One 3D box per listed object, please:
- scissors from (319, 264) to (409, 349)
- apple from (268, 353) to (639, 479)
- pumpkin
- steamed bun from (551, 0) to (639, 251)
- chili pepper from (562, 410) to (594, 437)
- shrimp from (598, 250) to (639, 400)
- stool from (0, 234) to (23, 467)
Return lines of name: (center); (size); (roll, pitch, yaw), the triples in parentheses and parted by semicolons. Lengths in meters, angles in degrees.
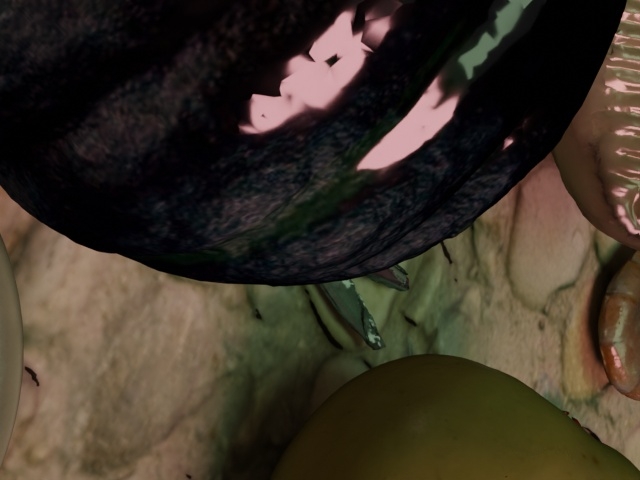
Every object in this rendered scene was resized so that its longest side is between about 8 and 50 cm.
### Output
scissors: (0.000, 0.000, 0.764); (0.187, 0.020, 0.133); (46, 57, -37)
apple: (0.082, 0.205, 0.715); (0.262, 0.262, 0.262); (-6, 98, -46)
pumpkin: (-0.046, -0.156, 0.471); (0.363, 0.266, 0.363); (44, 19, -19)
steamed bun: (0.305, -0.155, 0.921); (0.310, 0.219, 0.324); (-14, 102, -6)
chili pepper: (0.241, 0.330, 0.994); (0.110, 0.110, 0.387); (-15, 100, -45)
shrimp: (0.331, 0.058, 1.095); (0.254, 0.059, 0.145); (-24, 101, -38)
stool: (-0.236, 0.037, 0.394); (0.195, 0.199, 0.195); (53, 55, -36)
